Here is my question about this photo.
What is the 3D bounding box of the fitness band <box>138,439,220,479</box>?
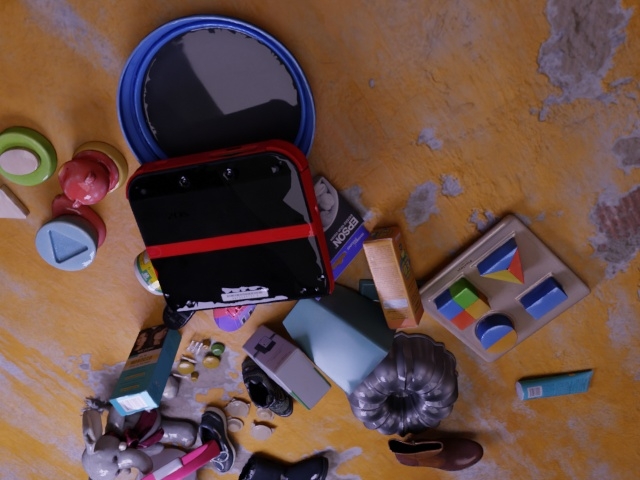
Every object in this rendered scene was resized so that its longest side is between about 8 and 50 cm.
[{"bbox_3d":[-0.406,0.630,1.510,0.291,0.209,0.054,-29,77,-2],"label":"fitness band"}]

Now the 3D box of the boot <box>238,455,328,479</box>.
[{"bbox_3d":[-0.120,0.723,1.733,0.207,0.094,0.246,28,124,-21],"label":"boot"}]

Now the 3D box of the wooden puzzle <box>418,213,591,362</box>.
[{"bbox_3d":[0.447,0.144,1.370,0.348,0.080,0.322,37,113,-23],"label":"wooden puzzle"}]

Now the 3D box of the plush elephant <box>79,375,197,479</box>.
[{"bbox_3d":[-0.533,0.549,1.530,0.331,0.255,0.271,0,122,0],"label":"plush elephant"}]

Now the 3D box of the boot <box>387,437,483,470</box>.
[{"bbox_3d":[0.333,0.584,1.587,0.265,0.096,0.280,1,153,12],"label":"boot"}]

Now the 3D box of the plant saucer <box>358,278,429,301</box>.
[{"bbox_3d":[0.192,0.129,1.409,0.192,0.018,0.067,1,122,0],"label":"plant saucer"}]

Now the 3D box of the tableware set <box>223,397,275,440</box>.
[{"bbox_3d":[-0.209,0.530,1.658,0.169,0.020,0.141,16,119,-8],"label":"tableware set"}]

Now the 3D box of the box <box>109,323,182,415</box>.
[{"bbox_3d":[-0.427,0.312,1.389,0.101,0.244,0.060,-17,120,10],"label":"box"}]

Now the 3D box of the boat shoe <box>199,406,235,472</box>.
[{"bbox_3d":[-0.310,0.608,1.660,0.095,0.079,0.254,10,123,14],"label":"boat shoe"}]

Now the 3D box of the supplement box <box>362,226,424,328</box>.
[{"bbox_3d":[0.173,0.088,1.312,0.080,0.078,0.233,-11,110,28],"label":"supplement box"}]

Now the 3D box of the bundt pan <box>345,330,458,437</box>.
[{"bbox_3d":[0.220,0.412,1.524,0.331,0.124,0.330,0,123,0],"label":"bundt pan"}]

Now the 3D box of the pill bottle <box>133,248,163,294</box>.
[{"bbox_3d":[-0.316,0.030,1.287,0.209,0.117,0.117,-33,116,18],"label":"pill bottle"}]

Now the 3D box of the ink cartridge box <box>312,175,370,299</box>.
[{"bbox_3d":[0.000,0.000,1.255,0.208,0.045,0.206,45,78,-24],"label":"ink cartridge box"}]

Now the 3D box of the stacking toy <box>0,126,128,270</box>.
[{"bbox_3d":[-0.594,-0.082,1.211,0.280,0.130,0.308,19,120,-12],"label":"stacking toy"}]

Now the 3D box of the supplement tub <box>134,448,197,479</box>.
[{"bbox_3d":[-0.480,0.795,1.723,0.191,0.191,0.272,10,122,-6],"label":"supplement tub"}]

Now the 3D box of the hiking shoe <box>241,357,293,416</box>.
[{"bbox_3d":[-0.151,0.431,1.540,0.086,0.114,0.226,-27,118,16],"label":"hiking shoe"}]

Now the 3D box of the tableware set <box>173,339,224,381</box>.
[{"bbox_3d":[-0.329,0.328,1.532,0.104,0.024,0.154,22,118,-17],"label":"tableware set"}]

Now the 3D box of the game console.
[{"bbox_3d":[-0.187,-0.018,1.159,0.387,0.060,0.341,-8,115,14],"label":"game console"}]

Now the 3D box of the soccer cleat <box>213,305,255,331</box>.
[{"bbox_3d":[-0.183,0.118,1.343,0.109,0.116,0.318,24,119,-14],"label":"soccer cleat"}]

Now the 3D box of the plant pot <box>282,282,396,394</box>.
[{"bbox_3d":[0.040,0.214,1.366,0.234,0.165,0.165,36,116,1],"label":"plant pot"}]

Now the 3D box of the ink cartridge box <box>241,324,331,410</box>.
[{"bbox_3d":[-0.089,0.314,1.407,0.087,0.208,0.153,-46,116,-15],"label":"ink cartridge box"}]

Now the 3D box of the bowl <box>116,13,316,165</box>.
[{"bbox_3d":[-0.204,-0.257,1.133,0.392,0.077,0.390,0,122,0],"label":"bowl"}]

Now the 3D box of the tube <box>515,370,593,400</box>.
[{"bbox_3d":[0.656,0.408,1.567,0.207,0.052,0.080,-7,127,-2],"label":"tube"}]

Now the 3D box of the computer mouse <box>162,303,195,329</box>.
[{"bbox_3d":[-0.317,0.135,1.406,0.071,0.041,0.242,43,109,-1],"label":"computer mouse"}]
